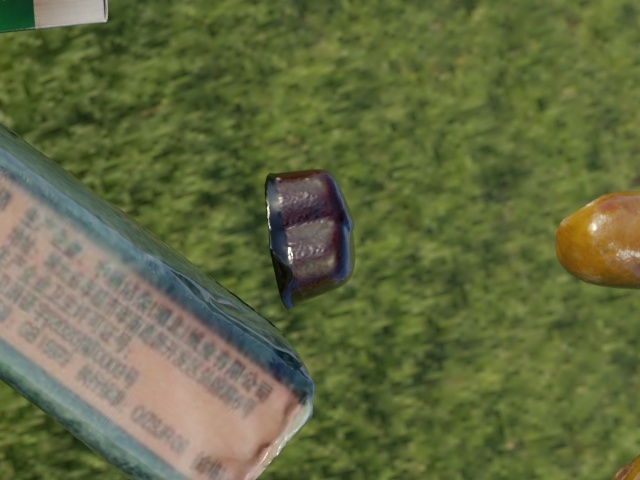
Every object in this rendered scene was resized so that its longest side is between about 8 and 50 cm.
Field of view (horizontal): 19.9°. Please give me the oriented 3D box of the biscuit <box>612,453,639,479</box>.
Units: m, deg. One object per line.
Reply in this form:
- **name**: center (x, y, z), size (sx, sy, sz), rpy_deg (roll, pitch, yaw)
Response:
- **biscuit**: center (0.270, 0.246, 1.263), size (0.262, 0.037, 0.262), rpy_deg (-8, 104, -35)

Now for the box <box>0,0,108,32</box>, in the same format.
- **box**: center (-0.344, -0.266, 1.953), size (0.199, 0.135, 0.081), rpy_deg (-12, 107, -28)

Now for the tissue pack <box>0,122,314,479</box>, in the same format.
- **tissue pack**: center (-0.155, 0.007, 0.918), size (0.316, 0.103, 0.228), rpy_deg (37, -2, -4)

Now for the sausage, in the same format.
- **sausage**: center (0.350, -0.011, 1.738), size (0.270, 0.109, 0.109), rpy_deg (-10, 84, -19)

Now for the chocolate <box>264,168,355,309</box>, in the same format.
- **chocolate**: center (0.000, 0.000, 1.939), size (0.125, 0.080, 0.148), rpy_deg (40, 41, -66)
